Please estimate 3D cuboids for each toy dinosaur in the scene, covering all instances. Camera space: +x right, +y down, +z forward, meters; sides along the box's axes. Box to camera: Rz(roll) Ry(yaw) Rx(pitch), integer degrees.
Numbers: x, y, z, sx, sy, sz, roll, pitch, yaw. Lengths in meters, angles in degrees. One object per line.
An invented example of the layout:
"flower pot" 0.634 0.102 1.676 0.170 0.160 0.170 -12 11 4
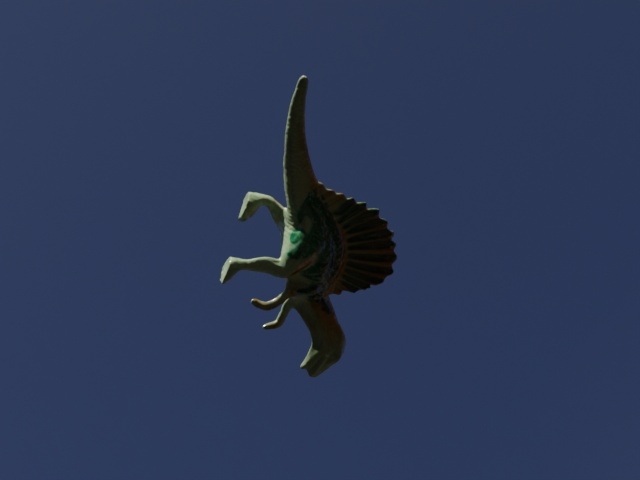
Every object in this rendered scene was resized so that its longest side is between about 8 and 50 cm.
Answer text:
"toy dinosaur" 0.000 -0.002 1.007 0.106 0.044 0.187 21 -79 -11
